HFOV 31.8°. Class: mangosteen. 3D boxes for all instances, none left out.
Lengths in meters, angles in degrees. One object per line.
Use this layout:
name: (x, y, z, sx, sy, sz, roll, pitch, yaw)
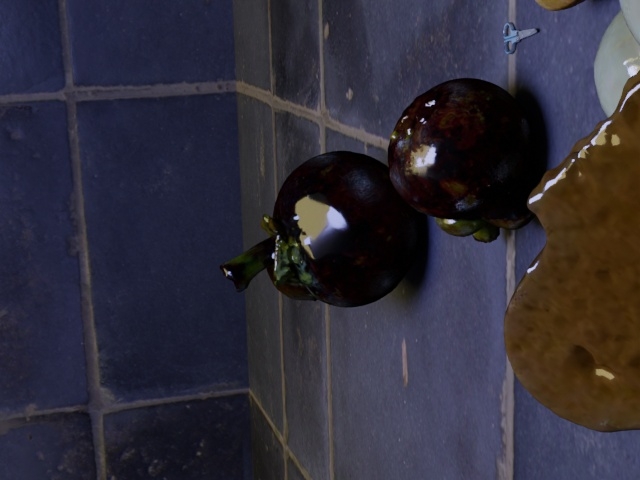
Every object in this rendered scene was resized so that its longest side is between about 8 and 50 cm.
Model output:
mangosteen: (0.000, 0.000, 1.595, 0.231, 0.289, 0.231, 43, 146, 39)
mangosteen: (0.166, -0.089, 1.241, 0.172, 0.184, 0.172, -50, 5, 5)

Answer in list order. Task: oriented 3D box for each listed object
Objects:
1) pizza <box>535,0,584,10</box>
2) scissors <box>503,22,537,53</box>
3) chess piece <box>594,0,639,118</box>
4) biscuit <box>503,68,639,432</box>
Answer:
pizza: (0.243, -0.329, 0.974, 0.305, 0.086, 0.161, 103, 157, -46)
scissors: (0.220, -0.227, 1.239, 0.083, 0.006, 0.036, -172, 80, -75)
chess piece: (0.282, -0.187, 0.760, 0.330, 0.182, 0.182, 96, 162, -56)
biscuit: (0.294, 0.044, 0.504, 0.394, 0.076, 0.368, 38, 138, 9)
